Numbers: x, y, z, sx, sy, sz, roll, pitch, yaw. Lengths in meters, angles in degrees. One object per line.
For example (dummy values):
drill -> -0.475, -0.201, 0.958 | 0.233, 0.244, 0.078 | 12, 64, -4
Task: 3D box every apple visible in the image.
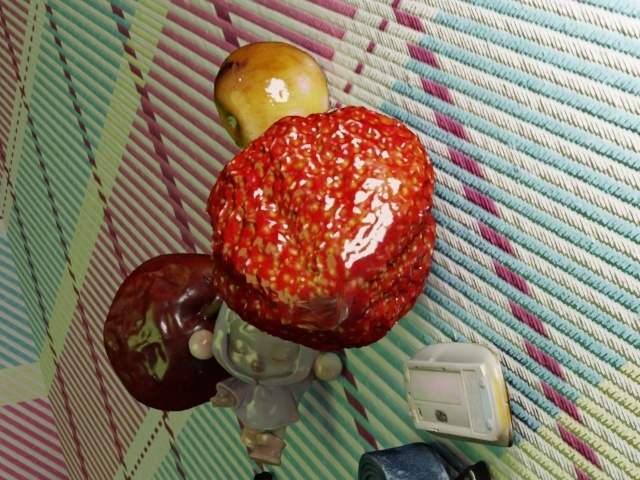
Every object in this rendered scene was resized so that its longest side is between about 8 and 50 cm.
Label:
apple -> -0.062, -0.167, 1.554 | 0.146, 0.146, 0.146 | 170, 90, -68

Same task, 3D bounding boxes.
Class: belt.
belt -> 0.099, 0.291, 1.410 | 0.190, 0.082, 0.141 | -178, 78, -78

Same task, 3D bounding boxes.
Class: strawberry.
strawberry -> 0.000, 0.000, 1.324 | 0.288, 0.238, 0.250 | -90, -6, -57

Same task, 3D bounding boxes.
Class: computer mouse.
computer mouse -> 0.143, 0.154, 1.313 | 0.199, 0.044, 0.102 | 168, 91, -67

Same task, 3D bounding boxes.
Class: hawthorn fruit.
hawthorn fruit -> -0.181, 0.117, 1.886 | 0.266, 0.210, 0.230 | -32, 56, 51

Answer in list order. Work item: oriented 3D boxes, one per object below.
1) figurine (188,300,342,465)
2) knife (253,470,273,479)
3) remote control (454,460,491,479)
figurine -> -0.066, 0.152, 1.686 | 0.133, 0.200, 0.276 | -55, -27, -65
knife -> -0.072, 0.455, 1.995 | 0.060, 0.028, 0.230 | -141, 41, -75
remote control -> 0.188, 0.342, 1.315 | 0.063, 0.025, 0.245 | 121, 134, -59
